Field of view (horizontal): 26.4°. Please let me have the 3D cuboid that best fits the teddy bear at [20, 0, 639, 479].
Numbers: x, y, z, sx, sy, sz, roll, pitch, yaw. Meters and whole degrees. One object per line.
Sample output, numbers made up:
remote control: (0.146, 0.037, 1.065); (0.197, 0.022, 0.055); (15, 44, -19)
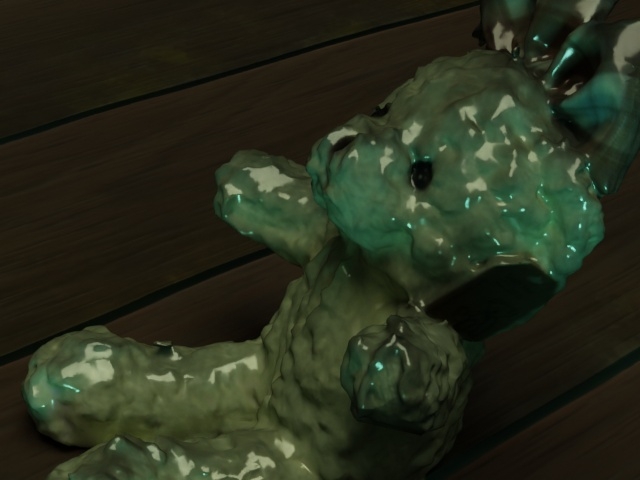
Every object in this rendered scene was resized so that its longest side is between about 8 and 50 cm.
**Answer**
teddy bear: (0.000, 0.000, 0.896); (0.375, 0.362, 0.327); (-1, 33, -16)
